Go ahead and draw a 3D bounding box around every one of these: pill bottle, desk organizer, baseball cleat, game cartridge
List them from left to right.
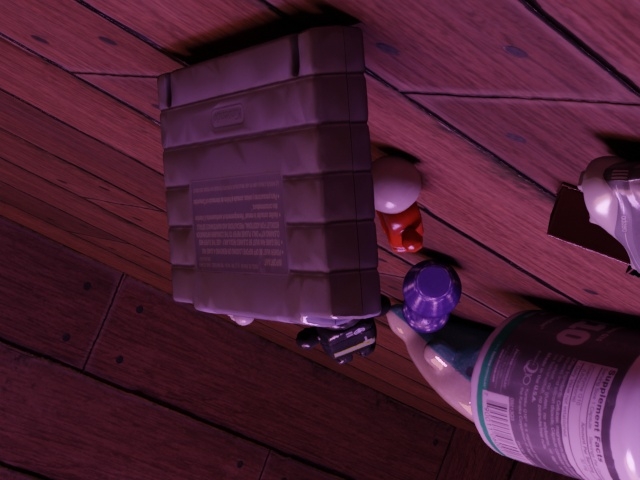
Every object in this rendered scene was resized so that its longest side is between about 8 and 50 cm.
[{"bbox_3d":[-0.051,-0.047,1.254,0.068,0.230,0.355,-10,-175,-25],"label":"game cartridge"},{"bbox_3d":[0.270,-0.003,1.335,0.130,0.050,0.047,20,171,4],"label":"desk organizer"},{"bbox_3d":[0.378,0.208,1.836,0.204,0.204,0.361,28,168,-38],"label":"pill bottle"},{"bbox_3d":[0.290,-0.009,1.197,0.109,0.072,0.206,5,166,39],"label":"baseball cleat"}]

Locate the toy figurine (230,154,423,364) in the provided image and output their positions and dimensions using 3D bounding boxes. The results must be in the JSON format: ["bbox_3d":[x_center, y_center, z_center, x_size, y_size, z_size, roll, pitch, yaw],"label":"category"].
[{"bbox_3d":[-0.011,-0.001,1.483,0.210,0.213,0.148,21,162,17],"label":"toy figurine"}]

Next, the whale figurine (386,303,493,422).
[{"bbox_3d":[0.228,0.180,2.342,0.272,0.141,0.216,44,-176,32],"label":"whale figurine"}]

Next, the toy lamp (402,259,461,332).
[{"bbox_3d":[0.148,0.076,1.980,0.080,0.080,0.274,20,172,7],"label":"toy lamp"}]
